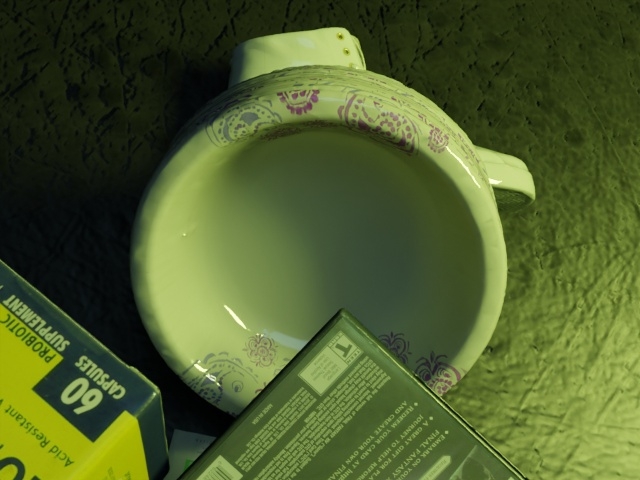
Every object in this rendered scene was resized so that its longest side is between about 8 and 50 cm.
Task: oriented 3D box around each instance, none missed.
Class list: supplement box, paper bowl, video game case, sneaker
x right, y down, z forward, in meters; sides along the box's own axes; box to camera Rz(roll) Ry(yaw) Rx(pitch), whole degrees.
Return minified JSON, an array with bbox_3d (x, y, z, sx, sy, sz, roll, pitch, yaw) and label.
[{"bbox_3d":[-0.293,0.201,0.752,0.194,0.195,0.356,37,65,13],"label":"supplement box"},{"bbox_3d":[0.000,0.000,0.886,0.284,0.284,0.148,16,24,-4],"label":"paper bowl"},{"bbox_3d":[0.050,0.213,0.837,0.274,0.026,0.196,43,98,-4],"label":"video game case"},{"bbox_3d":[0.054,-0.115,1.013,0.292,0.108,0.169,6,69,-7],"label":"sneaker"}]

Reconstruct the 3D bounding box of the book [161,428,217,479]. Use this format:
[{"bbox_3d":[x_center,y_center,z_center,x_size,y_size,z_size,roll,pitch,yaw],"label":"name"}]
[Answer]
[{"bbox_3d":[-0.088,0.231,0.882,0.096,0.035,0.144,12,67,-1],"label":"book"}]
